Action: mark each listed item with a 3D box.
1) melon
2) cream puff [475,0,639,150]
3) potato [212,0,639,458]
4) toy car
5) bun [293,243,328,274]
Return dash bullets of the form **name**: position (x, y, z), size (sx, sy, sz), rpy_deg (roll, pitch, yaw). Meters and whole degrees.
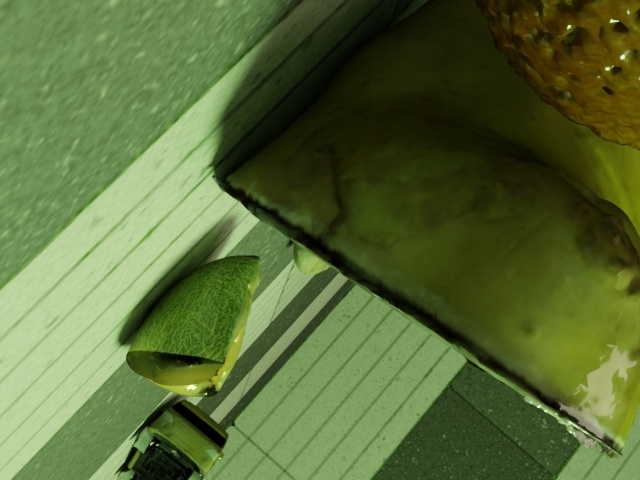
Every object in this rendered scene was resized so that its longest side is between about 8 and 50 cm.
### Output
- **melon**: position (-0.098, 0.063, 0.815), size (0.160, 0.079, 0.128), rpy_deg (110, 4, -72)
- **cream puff**: position (0.181, -0.202, 0.505), size (0.303, 0.212, 0.303), rpy_deg (-51, 167, -17)
- **potato**: position (0.122, -0.071, 0.694), size (0.296, 0.290, 0.397), rpy_deg (-57, -177, -2)
- **toy car**: position (-0.190, 0.284, 1.373), size (0.124, 0.101, 0.256), rpy_deg (-51, 178, -34)
- **bun**: position (0.000, 0.000, 1.199), size (0.086, 0.055, 0.086), rpy_deg (-35, 167, -9)
